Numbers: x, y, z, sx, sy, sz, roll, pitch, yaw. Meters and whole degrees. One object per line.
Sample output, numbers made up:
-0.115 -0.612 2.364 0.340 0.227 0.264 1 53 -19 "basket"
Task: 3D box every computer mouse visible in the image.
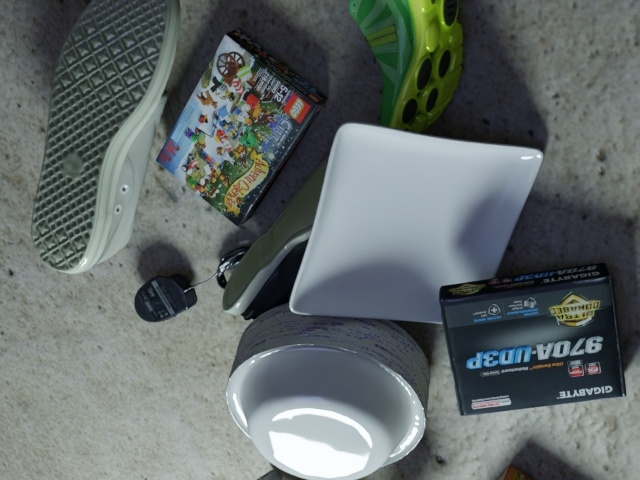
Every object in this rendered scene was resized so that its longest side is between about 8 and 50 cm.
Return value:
-0.192 0.064 1.491 0.242 0.041 0.071 -23 100 24 "computer mouse"

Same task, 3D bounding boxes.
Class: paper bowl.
0.008 0.228 1.349 0.284 0.148 0.284 6 132 7 "paper bowl"

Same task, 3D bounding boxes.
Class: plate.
0.115 -0.019 1.237 0.277 0.045 0.278 5 120 -19 "plate"

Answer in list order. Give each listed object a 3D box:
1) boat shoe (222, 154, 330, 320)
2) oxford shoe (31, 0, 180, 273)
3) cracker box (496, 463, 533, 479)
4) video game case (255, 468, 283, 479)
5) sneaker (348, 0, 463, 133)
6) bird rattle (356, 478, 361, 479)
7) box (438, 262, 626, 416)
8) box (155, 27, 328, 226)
0.000 0.003 1.331 0.113 0.127 0.340 29 116 -23 "boat shoe"
-0.300 -0.167 1.390 0.169 0.130 0.450 24 105 20 "oxford shoe"
0.280 0.464 1.428 0.155 0.067 0.232 34 121 8 "cracker box"
-0.057 0.461 1.486 0.023 0.183 0.201 -19 81 5 "video game case"
0.103 -0.263 1.183 0.123 0.109 0.296 28 128 41 "sneaker"
0.060 0.475 1.459 0.207 0.143 0.254 -16 98 59 "bird rattle"
0.276 0.131 1.260 0.220 0.051 0.175 -8 109 10 "box"
-0.115 -0.154 1.349 0.159 0.044 0.233 38 122 5 "box"
